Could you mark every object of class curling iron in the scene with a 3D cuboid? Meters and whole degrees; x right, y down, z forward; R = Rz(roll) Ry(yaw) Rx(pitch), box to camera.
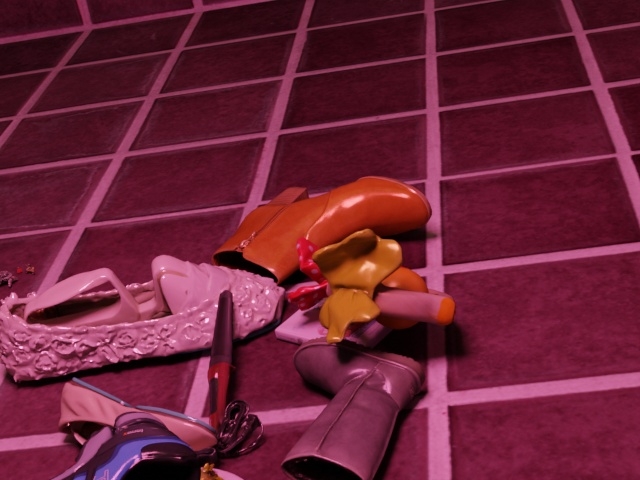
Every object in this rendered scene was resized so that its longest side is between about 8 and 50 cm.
[{"bbox_3d":[-0.112,0.162,1.457,0.068,0.035,0.274,-18,38,6],"label":"curling iron"}]

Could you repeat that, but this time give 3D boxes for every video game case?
[{"bbox_3d":[0.040,0.101,1.583,0.143,0.019,0.157,11,35,37],"label":"video game case"}]

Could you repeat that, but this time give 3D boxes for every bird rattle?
[{"bbox_3d":[0.065,0.075,1.482,0.206,0.143,0.253,13,-7,-6],"label":"bird rattle"}]

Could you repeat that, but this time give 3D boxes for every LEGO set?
[{"bbox_3d":[-0.506,0.054,1.885,0.054,0.023,0.083,15,37,41],"label":"LEGO set"}]

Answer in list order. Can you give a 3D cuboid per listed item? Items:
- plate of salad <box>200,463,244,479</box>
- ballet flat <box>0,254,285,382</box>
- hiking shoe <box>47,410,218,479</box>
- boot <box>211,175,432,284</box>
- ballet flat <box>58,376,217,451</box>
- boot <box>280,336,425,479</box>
[{"bbox_3d":[-0.163,0.302,1.251,0.199,0.048,0.200,-9,27,5],"label":"plate of salad"},{"bbox_3d":[-0.250,0.094,1.591,0.408,0.147,0.147,-13,27,-4],"label":"ballet flat"},{"bbox_3d":[-0.248,0.294,1.163,0.304,0.113,0.132,-47,29,-22],"label":"hiking shoe"},{"bbox_3d":[-0.001,-0.001,1.725,0.295,0.104,0.211,2,35,35],"label":"boot"},{"bbox_3d":[-0.227,0.231,1.392,0.248,0.086,0.086,10,34,39],"label":"ballet flat"},{"bbox_3d":[0.011,0.205,1.357,0.189,0.076,0.208,3,37,31],"label":"boot"}]
